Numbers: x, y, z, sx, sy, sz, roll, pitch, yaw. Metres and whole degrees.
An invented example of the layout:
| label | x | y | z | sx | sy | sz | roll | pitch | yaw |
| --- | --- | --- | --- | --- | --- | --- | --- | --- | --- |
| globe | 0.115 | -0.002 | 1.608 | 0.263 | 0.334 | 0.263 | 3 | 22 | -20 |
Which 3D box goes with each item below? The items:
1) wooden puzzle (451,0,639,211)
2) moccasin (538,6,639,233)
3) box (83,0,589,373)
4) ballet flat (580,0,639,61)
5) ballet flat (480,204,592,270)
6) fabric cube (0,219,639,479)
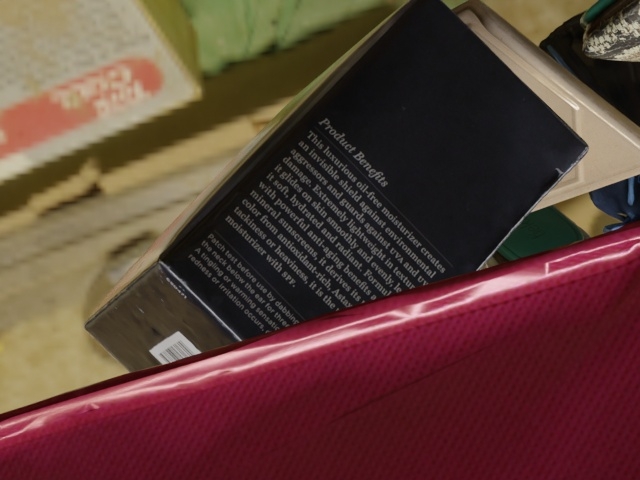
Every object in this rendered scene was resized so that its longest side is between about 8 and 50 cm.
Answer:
| label | x | y | z | sx | sy | sz | roll | pitch | yaw |
| --- | --- | --- | --- | --- | --- | --- | --- | --- | --- |
| wooden puzzle | 0.152 | -0.111 | 1.547 | 0.221 | 0.044 | 0.239 | 36 | 157 | -20 |
| moccasin | 0.292 | -0.053 | 1.649 | 0.117 | 0.342 | 0.137 | -22 | 150 | 5 |
| box | 0.000 | 0.000 | 1.414 | 0.183 | 0.294 | 0.296 | 45 | 159 | -5 |
| ballet flat | 0.390 | -0.243 | 1.331 | 0.483 | 0.182 | 0.164 | -47 | 167 | 33 |
| ballet flat | 0.172 | -0.022 | 1.881 | 0.139 | 0.400 | 0.139 | -8 | 122 | -14 |
| fabric cube | 0.030 | 0.149 | 0.489 | 0.254 | 0.259 | 0.258 | -17 | 175 | 17 |
